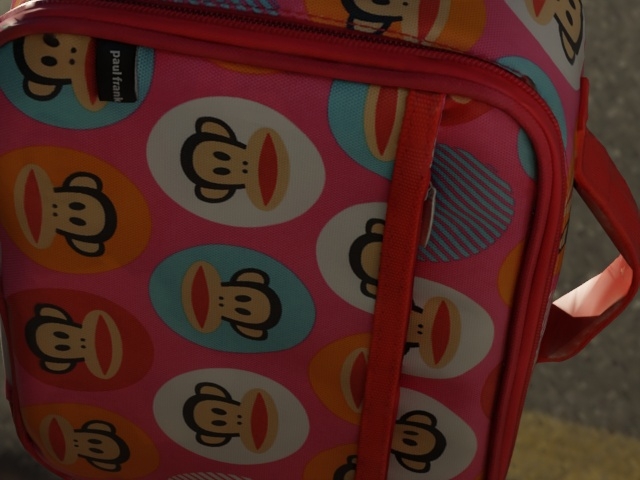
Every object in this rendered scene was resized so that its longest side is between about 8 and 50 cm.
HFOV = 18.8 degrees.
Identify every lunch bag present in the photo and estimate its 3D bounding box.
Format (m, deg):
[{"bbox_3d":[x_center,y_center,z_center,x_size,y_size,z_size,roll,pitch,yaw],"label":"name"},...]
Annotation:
[{"bbox_3d":[0.000,0.000,0.788,0.258,0.293,0.120,8,48,4],"label":"lunch bag"}]
